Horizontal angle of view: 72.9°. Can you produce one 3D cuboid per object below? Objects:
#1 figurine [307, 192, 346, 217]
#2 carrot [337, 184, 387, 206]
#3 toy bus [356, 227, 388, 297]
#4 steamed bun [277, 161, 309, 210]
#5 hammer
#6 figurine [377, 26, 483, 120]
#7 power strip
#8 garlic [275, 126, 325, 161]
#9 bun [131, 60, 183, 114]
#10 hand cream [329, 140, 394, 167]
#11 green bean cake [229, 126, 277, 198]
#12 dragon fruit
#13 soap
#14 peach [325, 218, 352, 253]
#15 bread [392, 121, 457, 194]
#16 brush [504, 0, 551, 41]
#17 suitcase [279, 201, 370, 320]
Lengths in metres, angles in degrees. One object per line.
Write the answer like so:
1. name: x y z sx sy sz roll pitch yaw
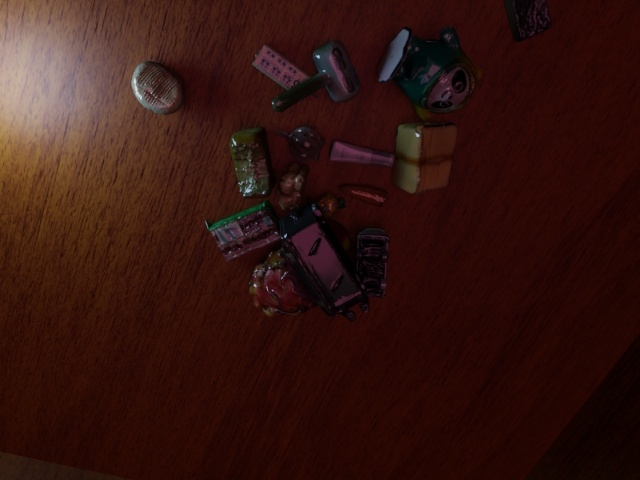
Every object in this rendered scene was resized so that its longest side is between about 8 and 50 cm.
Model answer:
1. figurine: 0.028 -0.134 1.735 0.157 0.114 0.094 5 122 -10
2. carrot: 0.165 -0.189 1.755 0.205 0.072 0.072 13 110 -4
3. toy bus: 0.216 0.084 1.814 0.134 0.164 0.275 4 112 8
4. steamed bun: -0.115 -0.204 1.667 0.106 0.177 0.192 15 121 -1
5. hammer: -0.028 -0.541 1.519 0.336 0.119 0.206 -34 111 -13
6. figurine: 0.396 -0.588 1.540 0.340 0.231 0.323 19 134 -22
7. power strip: -0.118 -0.599 1.571 0.268 0.034 0.092 32 105 -17
8. garlic: -0.081 -0.378 1.629 0.194 0.127 0.131 31 111 4
9. bun: -0.567 -0.532 1.521 0.188 0.111 0.164 34 88 -14
10. hand cream: 0.162 -0.333 1.700 0.256 0.048 0.079 8 112 -8
11. green bean cake: -0.246 -0.285 1.584 0.124 0.233 0.235 -7 112 4
12. dragon fruit: -0.159 0.193 1.754 0.263 0.296 0.314 -24 102 20
13. soap: -0.301 -0.038 1.747 0.274 0.098 0.217 -23 113 4
14. peach: 0.002 0.002 1.812 0.280 0.068 0.188 9 109 -9
15. bread: 0.428 -0.317 1.665 0.236 0.198 0.263 -3 114 -12
16. brush: 0.742 -0.829 1.551 0.123 0.059 0.197 -25 112 6
17. suitcase: 0.006 0.073 1.602 0.194 0.283 0.433 -29 109 4
